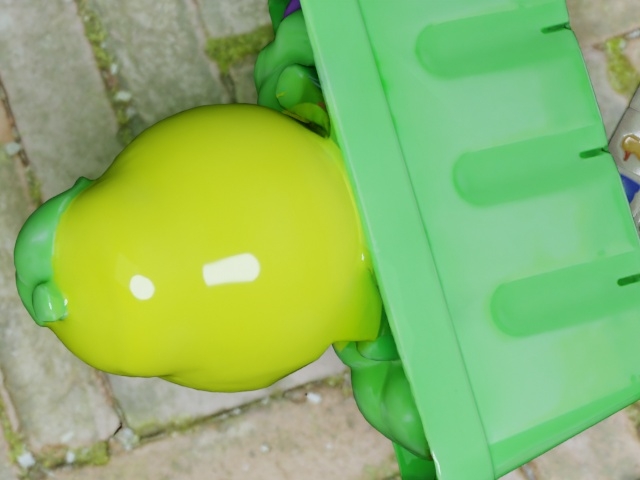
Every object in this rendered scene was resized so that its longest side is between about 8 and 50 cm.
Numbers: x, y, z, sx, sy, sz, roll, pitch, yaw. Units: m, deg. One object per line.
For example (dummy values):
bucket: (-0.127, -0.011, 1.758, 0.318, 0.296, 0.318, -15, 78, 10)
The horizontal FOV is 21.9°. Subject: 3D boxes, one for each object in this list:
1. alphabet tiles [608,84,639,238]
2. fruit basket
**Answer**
alphabet tiles: (0.297, -0.047, 1.118, 0.198, 0.009, 0.237, 28, 92, 12)
fruit basket: (0.000, 0.000, 1.034, 0.392, 0.283, 0.392, 0, 82, -2)
